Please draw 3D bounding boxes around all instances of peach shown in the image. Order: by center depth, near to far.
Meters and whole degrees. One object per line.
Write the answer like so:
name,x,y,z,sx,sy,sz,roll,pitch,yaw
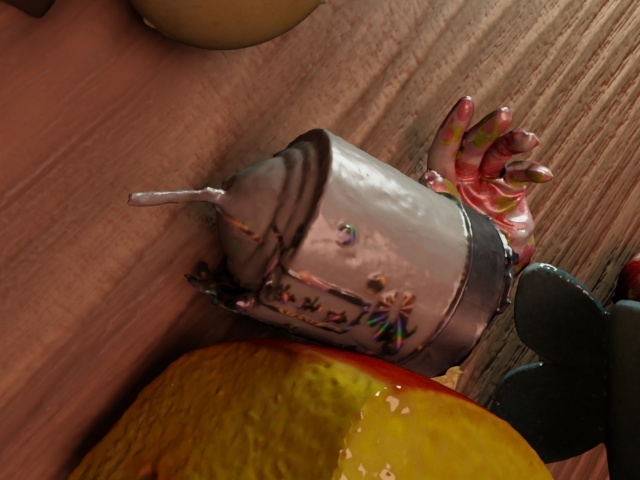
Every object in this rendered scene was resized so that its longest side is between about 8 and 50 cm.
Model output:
peach,0.001,0.230,0.447,0.381,0.306,0.242,35,55,-16

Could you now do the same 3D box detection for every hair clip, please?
hair clip,0.396,0.188,0.603,0.393,0.238,0.317,-6,108,3

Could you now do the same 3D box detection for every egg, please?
egg,-0.066,-0.240,0.423,0.202,0.164,0.164,-40,115,-17

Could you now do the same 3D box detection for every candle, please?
candle,0.000,0.000,0.476,0.331,0.187,0.187,24,83,-23

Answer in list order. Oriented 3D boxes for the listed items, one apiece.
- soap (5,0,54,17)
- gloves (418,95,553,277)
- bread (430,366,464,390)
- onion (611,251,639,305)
soap,-0.230,-0.279,0.330,0.200,0.138,0.181,24,85,-32
gloves,0.186,-0.057,0.629,0.145,0.126,0.241,-21,113,1
bread,0.087,0.225,0.620,0.102,0.094,0.245,9,91,-23
onion,0.555,0.139,0.861,0.272,0.195,0.271,31,51,-47
